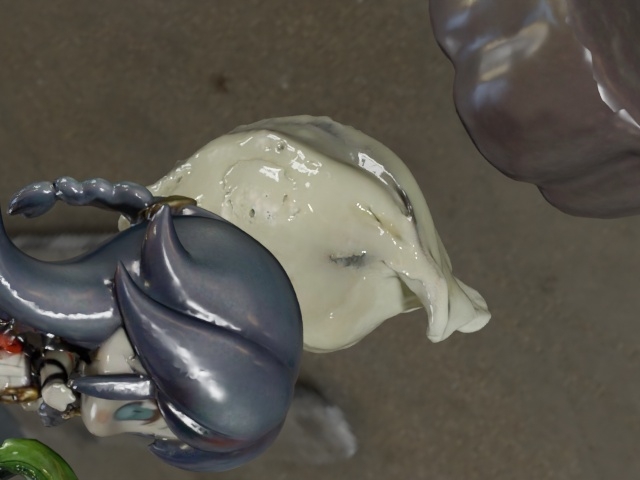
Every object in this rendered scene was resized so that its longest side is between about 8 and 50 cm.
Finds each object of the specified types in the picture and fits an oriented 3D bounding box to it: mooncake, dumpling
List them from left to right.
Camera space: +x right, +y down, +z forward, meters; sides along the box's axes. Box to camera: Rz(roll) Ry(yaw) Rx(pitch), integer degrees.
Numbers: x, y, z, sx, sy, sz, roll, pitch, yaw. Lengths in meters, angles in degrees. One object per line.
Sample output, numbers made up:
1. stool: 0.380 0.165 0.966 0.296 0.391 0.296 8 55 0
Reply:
1. dumpling: 0.000 0.000 1.357 0.318 0.187 0.243 14 172 30
2. mooncake: 0.183 -0.131 1.062 0.133 0.245 0.245 -24 106 41

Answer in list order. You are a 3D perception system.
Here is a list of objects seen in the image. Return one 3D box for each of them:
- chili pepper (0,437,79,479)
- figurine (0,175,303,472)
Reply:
1. chili pepper: -0.134 0.239 0.894 0.165 0.173 0.261 173 87 -68
2. figurine: -0.142 0.057 1.037 0.265 0.197 0.175 24 -175 -18
